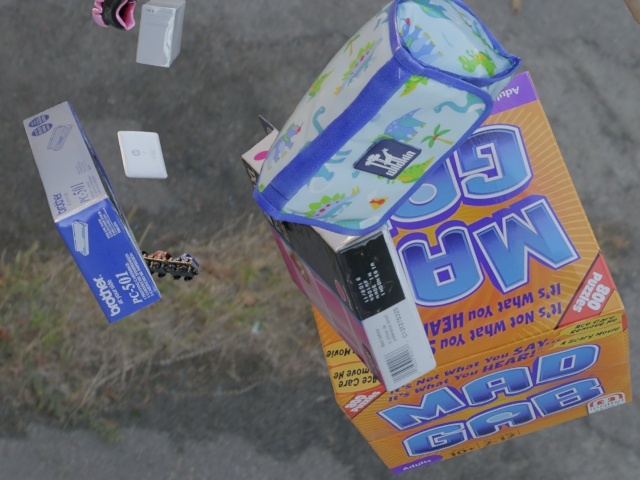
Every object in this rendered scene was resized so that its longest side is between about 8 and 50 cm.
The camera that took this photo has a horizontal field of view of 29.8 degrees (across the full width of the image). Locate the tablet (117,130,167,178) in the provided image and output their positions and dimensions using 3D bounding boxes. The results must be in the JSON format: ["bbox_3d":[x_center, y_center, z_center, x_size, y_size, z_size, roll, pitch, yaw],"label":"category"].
[{"bbox_3d":[-0.231,-0.111,1.559,0.054,0.006,0.083,1,47,-22],"label":"tablet"}]

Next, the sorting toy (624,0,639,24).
[{"bbox_3d":[0.464,-0.403,1.590,0.347,0.196,0.047,58,27,-6],"label":"sorting toy"}]

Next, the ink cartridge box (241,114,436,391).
[{"bbox_3d":[0.000,0.000,1.300,0.069,0.175,0.371,-26,29,-8],"label":"ink cartridge box"}]

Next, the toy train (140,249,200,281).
[{"bbox_3d":[-0.227,0.032,1.697,0.036,0.158,0.027,-58,135,-28],"label":"toy train"}]

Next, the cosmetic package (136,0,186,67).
[{"bbox_3d":[-0.273,-0.361,2.071,0.061,0.098,0.239,6,14,-4],"label":"cosmetic package"}]

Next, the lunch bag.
[{"bbox_3d":[0.035,-0.075,0.702,0.096,0.129,0.151,47,28,6],"label":"lunch bag"}]

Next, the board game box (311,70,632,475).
[{"bbox_3d":[0.186,0.059,1.632,0.356,0.356,0.356,-19,61,6],"label":"board game box"}]

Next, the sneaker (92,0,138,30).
[{"bbox_3d":[-0.229,-0.299,1.403,0.057,0.119,0.047,31,34,33],"label":"sneaker"}]

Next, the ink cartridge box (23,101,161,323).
[{"bbox_3d":[-0.184,-0.028,0.952,0.046,0.097,0.207,-27,31,-7],"label":"ink cartridge box"}]
